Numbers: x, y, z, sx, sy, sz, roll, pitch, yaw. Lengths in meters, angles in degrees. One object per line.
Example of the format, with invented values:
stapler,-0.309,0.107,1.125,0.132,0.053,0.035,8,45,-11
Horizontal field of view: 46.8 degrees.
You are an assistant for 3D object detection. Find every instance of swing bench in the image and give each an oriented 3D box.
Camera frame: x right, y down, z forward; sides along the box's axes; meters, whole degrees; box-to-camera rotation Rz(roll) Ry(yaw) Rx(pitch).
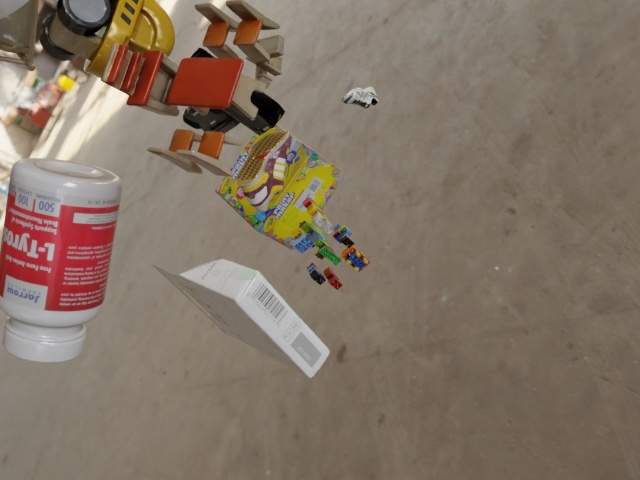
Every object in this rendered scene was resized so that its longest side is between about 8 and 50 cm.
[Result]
swing bench,-0.790,-0.600,1.859,0.255,0.165,0.253,-117,40,-51

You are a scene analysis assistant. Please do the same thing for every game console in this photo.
game console,-0.226,-0.291,1.592,0.044,0.213,0.361,-61,19,-16

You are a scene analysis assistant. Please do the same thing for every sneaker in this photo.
sneaker,-0.098,-0.135,1.425,0.069,0.084,0.185,-2,41,33
sneaker,0.077,-0.262,1.374,0.032,0.083,0.037,-37,77,51

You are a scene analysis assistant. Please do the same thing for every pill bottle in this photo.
pill bottle,-0.574,0.042,1.605,0.229,0.229,0.408,-143,63,-63

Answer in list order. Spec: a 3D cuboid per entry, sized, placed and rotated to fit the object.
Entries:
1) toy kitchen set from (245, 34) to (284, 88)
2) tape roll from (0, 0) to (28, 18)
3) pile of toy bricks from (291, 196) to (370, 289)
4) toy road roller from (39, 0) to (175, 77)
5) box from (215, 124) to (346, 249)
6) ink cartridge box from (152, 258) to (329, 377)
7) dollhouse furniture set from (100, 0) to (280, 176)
toy kitchen set,-0.081,-0.315,1.329,0.075,0.083,0.068,-3,78,35
tape roll,-0.696,-0.605,1.545,0.246,0.169,0.246,-14,55,22
pile of toy bricks,0.000,0.000,1.467,0.118,0.212,0.105,-40,46,8
toy road roller,-0.419,-0.494,1.553,0.202,0.240,0.329,-15,57,55
box,-0.127,-0.178,2.293,0.290,0.177,0.279,-55,45,5
ink cartridge box,-0.113,0.093,1.031,0.224,0.181,0.056,18,64,50
dollhouse furniture set,-0.221,-0.256,1.197,0.259,0.135,0.262,11,81,41
